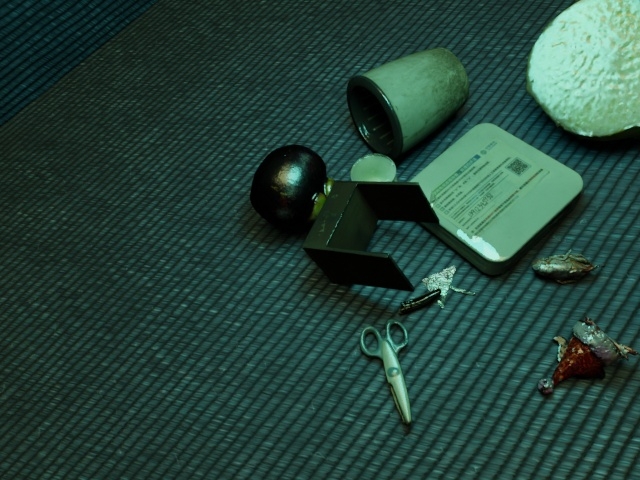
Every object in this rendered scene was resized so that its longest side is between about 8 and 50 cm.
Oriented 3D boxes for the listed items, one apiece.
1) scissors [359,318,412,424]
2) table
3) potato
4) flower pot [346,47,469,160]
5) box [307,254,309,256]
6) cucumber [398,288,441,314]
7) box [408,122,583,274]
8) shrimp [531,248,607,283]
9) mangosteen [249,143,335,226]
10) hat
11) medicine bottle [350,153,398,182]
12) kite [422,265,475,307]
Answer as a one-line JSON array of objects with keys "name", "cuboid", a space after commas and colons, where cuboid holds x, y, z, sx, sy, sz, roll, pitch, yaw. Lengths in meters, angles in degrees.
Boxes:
[{"name": "scissors", "cuboid": [0.192, 0.344, 1.400, 0.137, 0.041, 0.289, -17, 53, 4]}, {"name": "table", "cuboid": [0.148, -0.015, 1.494, 0.281, 0.196, 0.251, 4, 57, 37]}, {"name": "potato", "cuboid": [0.880, -0.496, 1.623, 0.442, 0.319, 0.386, 42, 115, 22]}, {"name": "flower pot", "cuboid": [0.296, -0.463, 1.732, 0.330, 0.294, 0.294, -31, 57, -12]}, {"name": "box", "cuboid": [0.000, 0.000, 1.658, 0.050, 0.036, 0.117, 14, 64, 22]}, {"name": "cucumber", "cuboid": [0.280, 0.172, 1.489, 0.134, 0.033, 0.034, -19, 95, 3]}, {"name": "box", "cuboid": [0.503, -0.139, 1.584, 0.396, 0.111, 0.396, -39, 58, -12]}, {"name": "shrimp", "cuboid": [0.674, 0.072, 1.441, 0.190, 0.075, 0.073, -6, 38, 16]}, {"name": "mangosteen", "cuboid": [-0.060, -0.154, 1.648, 0.302, 0.275, 0.275, 27, 67, 5]}, {"name": "hat", "cuboid": [0.631, 0.302, 1.302, 0.140, 0.129, 0.227, 45, 95, 9]}, {"name": "medicine bottle", "cuboid": [0.172, -0.178, 1.665, 0.147, 0.143, 0.148, -5, 58, 9]}, {"name": "kite", "cuboid": [0.364, 0.131, 1.511, 0.156, 0.011, 0.139, 16, 66, 22]}]
